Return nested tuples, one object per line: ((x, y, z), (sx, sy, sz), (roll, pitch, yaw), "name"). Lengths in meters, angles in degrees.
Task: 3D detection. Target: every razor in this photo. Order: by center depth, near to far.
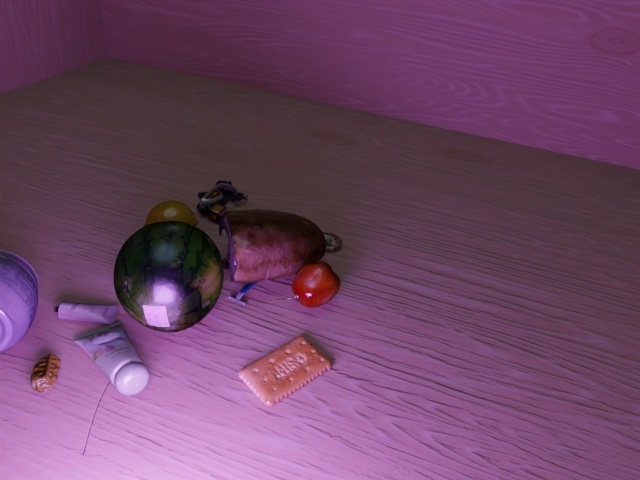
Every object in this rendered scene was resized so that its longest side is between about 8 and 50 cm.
((-0.239, 0.158, 1.857), (0.068, 0.037, 0.191), (20, 37, 22), "razor")

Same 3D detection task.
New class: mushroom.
((-0.146, 0.012, 1.883), (0.396, 0.225, 0.313), (-2, 11, -17), "mushroom")

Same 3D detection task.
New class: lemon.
((-0.573, -0.064, 2.016), (0.206, 0.174, 0.173), (-22, 42, -18), "lemon")

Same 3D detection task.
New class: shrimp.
((0.000, 0.000, 2.136), (0.180, 0.041, 0.099), (19, 51, 16), "shrimp")

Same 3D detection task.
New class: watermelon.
((-0.465, 0.103, 1.635), (0.362, 0.364, 0.363), (4, 34, -3), "watermelon")

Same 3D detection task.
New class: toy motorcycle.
((-0.430, -0.180, 2.285), (0.157, 0.091, 0.263), (23, 39, 10), "toy motorcycle")

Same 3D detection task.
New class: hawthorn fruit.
((-0.037, 0.165, 1.792), (0.162, 0.163, 0.203), (31, 55, 32), "hawthorn fruit")

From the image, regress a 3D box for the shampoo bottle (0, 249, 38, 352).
((-0.960, 0.178, 1.510), (0.272, 0.273, 0.266), (-3, 27, -13), "shampoo bottle")

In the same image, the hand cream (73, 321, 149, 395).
((-0.589, 0.332, 1.521), (0.147, 0.093, 0.305), (-20, 33, -35), "hand cream")

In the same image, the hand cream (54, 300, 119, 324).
((-0.743, 0.227, 1.673), (0.186, 0.054, 0.087), (7, 37, -11), "hand cream")

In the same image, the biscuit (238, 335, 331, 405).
((-0.102, 0.378, 1.561), (0.249, 0.030, 0.160), (-23, 44, -36), "biscuit")

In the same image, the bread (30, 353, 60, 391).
((-0.758, 0.368, 1.454), (0.066, 0.060, 0.110), (24, 26, -29), "bread")
